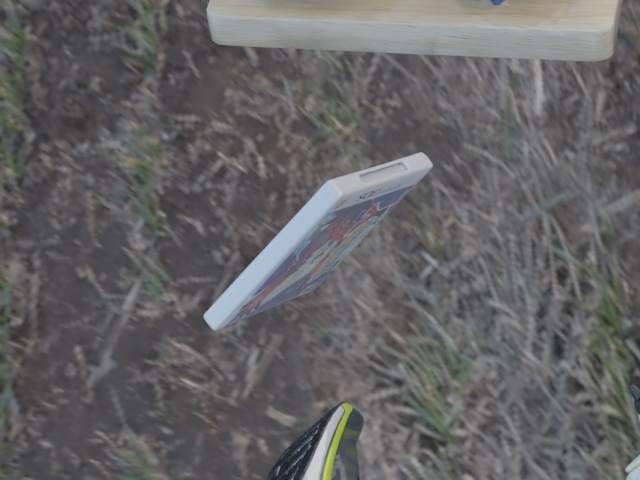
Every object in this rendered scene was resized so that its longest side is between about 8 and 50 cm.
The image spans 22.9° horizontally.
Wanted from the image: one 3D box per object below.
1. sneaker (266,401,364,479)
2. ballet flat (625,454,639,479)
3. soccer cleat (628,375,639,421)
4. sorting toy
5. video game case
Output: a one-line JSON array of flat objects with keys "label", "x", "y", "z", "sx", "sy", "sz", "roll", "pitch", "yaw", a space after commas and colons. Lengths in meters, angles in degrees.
[{"label": "sneaker", "x": 0.008, "y": 0.292, "z": 1.631, "sx": 0.111, "sy": 0.121, "sz": 0.300, "roll": -42, "pitch": 20, "yaw": 37}, {"label": "ballet flat", "x": 0.405, "y": 0.320, "z": 1.811, "sx": 0.182, "sy": 0.483, "sz": 0.164, "roll": 2, "pitch": 49, "yaw": -16}, {"label": "soccer cleat", "x": 0.428, "y": 0.117, "z": 1.609, "sx": 0.143, "sy": 0.331, "sz": 0.116, "roll": 54, "pitch": 142, "yaw": -9}, {"label": "sorting toy", "x": 0.075, "y": -0.236, "z": 1.034, "sx": 0.257, "sy": 0.089, "sz": 0.255, "roll": 4, "pitch": 46, "yaw": 15}, {"label": "video game case", "x": 0.000, "y": 0.000, "z": 1.504, "sx": 0.023, "sy": 0.183, "sz": 0.201, "roll": 51, "pitch": 121, "yaw": 12}]
